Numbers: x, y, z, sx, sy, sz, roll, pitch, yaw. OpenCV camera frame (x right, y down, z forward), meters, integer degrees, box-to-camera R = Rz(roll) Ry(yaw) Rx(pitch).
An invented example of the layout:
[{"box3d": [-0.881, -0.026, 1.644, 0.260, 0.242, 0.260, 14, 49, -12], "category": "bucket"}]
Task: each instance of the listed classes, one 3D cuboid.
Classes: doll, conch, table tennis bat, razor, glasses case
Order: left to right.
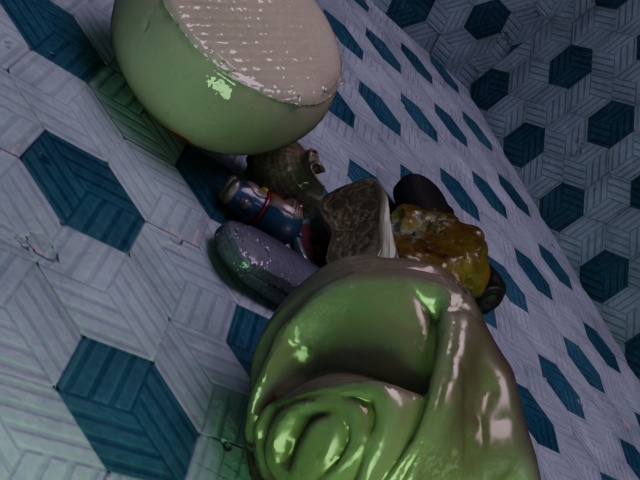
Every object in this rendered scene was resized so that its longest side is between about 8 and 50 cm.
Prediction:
[{"box3d": [-0.087, -0.044, 1.578, 0.152, 0.085, 0.114, 33, 6, -18], "category": "doll"}, {"box3d": [-0.050, 0.055, 1.509, 0.282, 0.067, 0.109, 31, 21, -42], "category": "glasses case"}, {"box3d": [-0.049, -0.101, 1.668, 0.130, 0.207, 0.155, -35, 114, -34], "category": "conch"}, {"box3d": [0.000, 0.000, 1.761, 0.153, 0.040, 0.244, 41, 27, -33], "category": "table tennis bat"}, {"box3d": [0.274, 0.007, 2.208, 0.204, 0.113, 0.349, 35, 19, -44], "category": "razor"}]

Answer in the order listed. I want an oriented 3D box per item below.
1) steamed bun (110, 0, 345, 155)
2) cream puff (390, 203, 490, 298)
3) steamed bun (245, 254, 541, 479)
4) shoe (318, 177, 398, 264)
[{"box3d": [-0.162, -0.290, 1.580, 0.374, 0.241, 0.374, 27, 43, -29], "category": "steamed bun"}, {"box3d": [0.179, 0.056, 1.869, 0.282, 0.185, 0.282, 3, 29, -2], "category": "cream puff"}, {"box3d": [0.049, 0.212, 1.143, 0.255, 0.342, 0.368, -10, 67, -40], "category": "steamed bun"}, {"box3d": [0.079, 0.020, 1.710, 0.316, 0.124, 0.159, -86, 153, -61], "category": "shoe"}]
